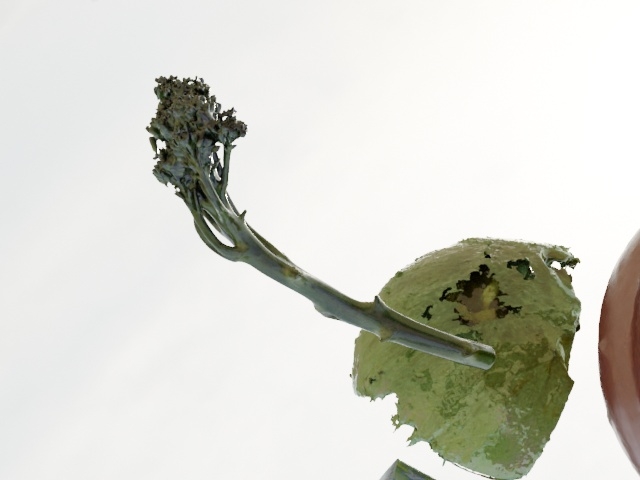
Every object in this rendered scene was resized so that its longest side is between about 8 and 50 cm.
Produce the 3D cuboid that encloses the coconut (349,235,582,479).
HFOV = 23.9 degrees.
[{"bbox_3d":[0.079,0.050,0.800,0.133,0.055,0.158,-6,-133,4],"label":"coconut"}]

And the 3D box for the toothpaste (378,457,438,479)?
[{"bbox_3d":[0.117,0.191,0.880,0.044,0.193,0.070,-57,-173,38],"label":"toothpaste"}]

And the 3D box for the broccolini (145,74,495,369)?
[{"bbox_3d":[-0.006,0.005,0.654,0.052,0.194,0.054,-46,-163,5],"label":"broccolini"}]

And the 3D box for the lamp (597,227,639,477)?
[{"bbox_3d":[0.263,0.089,0.652,0.305,0.305,0.240,-1,-119,61],"label":"lamp"}]
